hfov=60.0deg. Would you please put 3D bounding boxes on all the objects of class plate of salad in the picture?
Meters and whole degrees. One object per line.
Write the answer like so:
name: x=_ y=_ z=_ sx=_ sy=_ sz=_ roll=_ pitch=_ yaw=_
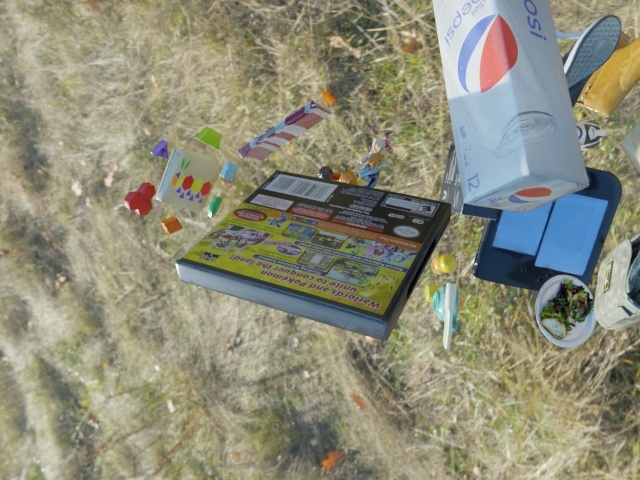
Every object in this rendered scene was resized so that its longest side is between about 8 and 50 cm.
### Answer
plate of salad: x=0.680 y=0.193 z=1.518 sx=0.200 sy=0.199 sz=0.048 roll=61 pitch=162 yaw=0

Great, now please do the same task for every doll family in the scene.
doll family: x=0.102 y=-0.159 z=1.401 sx=0.118 sy=0.262 sz=0.163 roll=53 pitch=162 yaw=18

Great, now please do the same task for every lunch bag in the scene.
lunch bag: x=0.700 y=0.060 z=1.162 sx=0.287 sy=0.235 sz=0.169 roll=-42 pitch=70 yaw=-3

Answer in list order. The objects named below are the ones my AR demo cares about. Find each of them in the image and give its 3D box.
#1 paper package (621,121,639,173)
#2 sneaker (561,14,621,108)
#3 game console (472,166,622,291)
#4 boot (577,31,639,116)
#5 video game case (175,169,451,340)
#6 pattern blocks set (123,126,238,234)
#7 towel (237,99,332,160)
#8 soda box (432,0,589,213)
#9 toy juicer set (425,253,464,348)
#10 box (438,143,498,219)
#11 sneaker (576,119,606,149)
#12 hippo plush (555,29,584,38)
paper package: x=0.443 y=-0.052 z=0.379 sx=0.309 sy=0.168 sz=0.325 roll=-49 pitch=38 yaw=29
sneaker: x=0.532 y=-0.391 z=1.211 sx=0.086 sy=0.163 sz=0.226 roll=26 pitch=108 yaw=-21
game console: x=0.652 y=-0.037 z=1.603 sx=0.341 sy=0.060 sz=0.387 roll=11 pitch=106 yaw=-3
boot: x=0.759 y=-0.400 z=1.349 sx=0.211 sy=0.104 sz=0.295 roll=-68 pitch=25 yaw=12
video game case: x=0.000 y=0.000 z=0.710 sx=0.274 sy=0.248 sz=0.035 roll=13 pitch=129 yaw=23
pattern blocks set: x=-0.333 y=-0.152 z=1.398 sx=0.026 sy=0.325 sz=0.286 roll=28 pitch=87 yaw=24
towel: x=-0.121 y=-0.387 z=1.996 sx=0.328 sy=0.237 sz=0.037 roll=-30 pitch=88 yaw=16
soda box: x=0.202 y=-0.181 z=0.613 sx=0.091 sy=0.098 sz=0.287 roll=-29 pitch=60 yaw=56
toy juicer set: x=0.395 y=0.156 z=1.668 sx=0.089 sy=0.329 sz=0.210 roll=6 pitch=111 yaw=0
box: x=0.357 y=-0.140 z=1.302 sx=0.093 sy=0.158 sz=0.156 roll=8 pitch=100 yaw=-10
sneaker: x=0.759 y=-0.308 z=1.673 sx=0.235 sy=0.152 sz=0.094 roll=154 pitch=113 yaw=-80
hippo plush: x=0.417 y=-0.510 z=1.277 sx=0.294 sy=0.236 sz=0.234 roll=35 pitch=86 yaw=27
